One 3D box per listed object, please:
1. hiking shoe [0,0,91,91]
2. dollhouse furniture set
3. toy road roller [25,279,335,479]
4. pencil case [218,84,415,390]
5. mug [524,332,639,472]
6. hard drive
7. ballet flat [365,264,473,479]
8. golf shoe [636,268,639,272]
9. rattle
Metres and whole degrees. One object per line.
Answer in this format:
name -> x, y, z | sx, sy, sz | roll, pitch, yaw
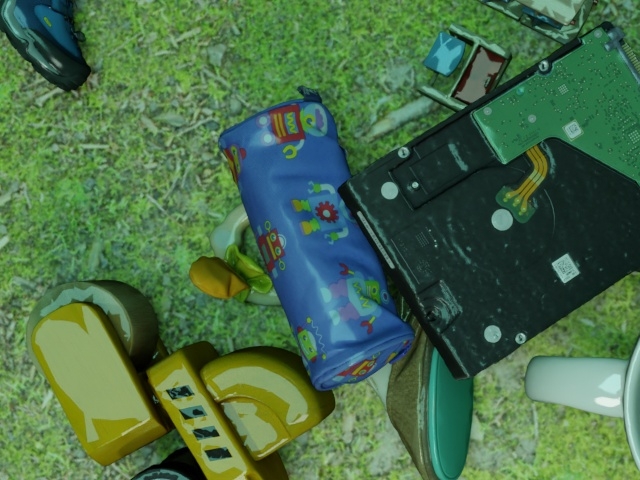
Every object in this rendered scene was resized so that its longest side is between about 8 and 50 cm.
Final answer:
hiking shoe -> -0.318, -0.316, 1.982 | 0.132, 0.113, 0.304 | -27, 83, 8
dollhouse furniture set -> 0.199, -0.218, 1.883 | 0.129, 0.129, 0.183 | 28, 91, 10
toy road roller -> -0.134, 0.158, 1.880 | 0.240, 0.202, 0.329 | -32, 87, 6
pencil case -> 0.000, 0.000, 1.838 | 0.133, 0.119, 0.306 | -13, 75, -30
mug -> 0.387, 0.153, 1.731 | 0.374, 0.328, 0.276 | 5, 87, 10
hard drive -> 0.218, -0.043, 1.802 | 0.339, 0.064, 0.237 | -33, 90, -12
ballet flat -> 0.102, 0.091, 1.901 | 0.124, 0.116, 0.342 | 2, 87, 30
golf shoe -> 0.269, -0.027, 1.899 | 0.198, 0.077, 0.094 | 44, 122, 2
rattle -> -0.034, -0.010, 1.910 | 0.200, 0.143, 0.130 | -20, 65, 14
